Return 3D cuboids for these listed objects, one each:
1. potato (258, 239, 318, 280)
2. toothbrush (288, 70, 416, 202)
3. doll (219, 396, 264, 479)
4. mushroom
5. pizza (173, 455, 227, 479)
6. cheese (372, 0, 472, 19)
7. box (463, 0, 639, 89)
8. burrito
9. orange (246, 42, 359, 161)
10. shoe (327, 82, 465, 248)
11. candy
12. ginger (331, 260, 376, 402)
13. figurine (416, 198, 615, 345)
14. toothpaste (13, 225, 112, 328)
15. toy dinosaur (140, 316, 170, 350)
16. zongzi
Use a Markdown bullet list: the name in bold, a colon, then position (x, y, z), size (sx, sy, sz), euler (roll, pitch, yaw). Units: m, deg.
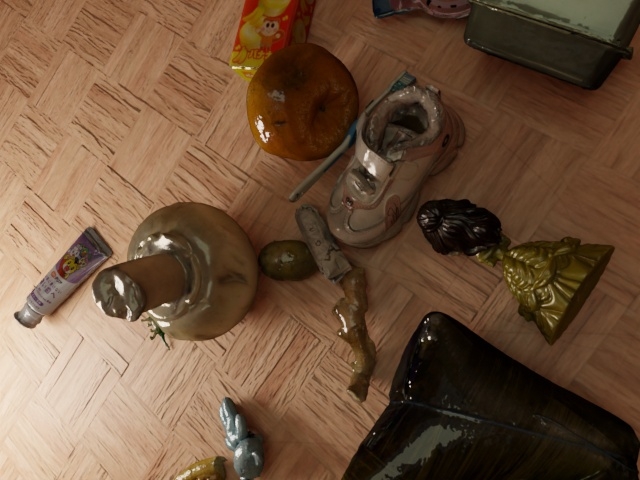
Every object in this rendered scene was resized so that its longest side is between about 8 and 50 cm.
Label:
- **potato**: position (-0.073, 0.043, 1.108), size (0.138, 0.070, 0.091), euler (-1, 84, 21)
- **toothbrush**: position (0.063, -0.221, 1.053), size (0.040, 0.040, 0.386), euler (39, 77, 22)
- **doll**: position (-0.164, 0.426, 1.099), size (0.179, 0.075, 0.120), euler (64, 146, 37)
- **mushroom**: position (-0.302, 0.067, 1.053), size (0.315, 0.336, 0.314), euler (2, 96, 20)
- **pizza**: position (-0.273, 0.614, 1.111), size (0.197, 0.058, 0.292), euler (37, 97, 21)
- **cheese**: position (0.246, -0.542, 1.066), size (0.286, 0.074, 0.188), euler (-5, 79, 22)
- **box**: position (0.410, -0.387, 0.903), size (0.291, 0.221, 0.166), euler (30, 116, 22)
- **burrito**: position (0.001, 0.000, 1.072), size (0.064, 0.064, 0.203), euler (-37, 56, 13)
- **orange**: position (-0.047, -0.292, 1.067), size (0.183, 0.249, 0.248), euler (23, 91, 44)
- **shoe**: position (0.121, -0.151, 0.992), size (0.172, 0.198, 0.351), euler (39, 96, 24)
- **candy**: position (-0.105, -0.514, 1.192), size (0.146, 0.088, 0.275), euler (11, 87, 24)
- **ginger**: position (0.066, 0.180, 1.036), size (0.089, 0.075, 0.287), euler (-7, 76, 17)
- **figurine**: position (0.328, 0.020, 0.931), size (0.315, 0.168, 0.187), euler (34, 123, 32)
- **toothpaste**: position (-0.684, 0.104, 1.346), size (0.114, 0.073, 0.299), euler (43, 91, 21)
- **toy dinosaur**: position (-0.391, 0.211, 1.235), size (0.060, 0.029, 0.119), euler (-37, 71, 1)
- **zongzi**: position (0.251, 0.389, 0.815), size (0.403, 0.207, 0.432), euler (29, 70, 18)
